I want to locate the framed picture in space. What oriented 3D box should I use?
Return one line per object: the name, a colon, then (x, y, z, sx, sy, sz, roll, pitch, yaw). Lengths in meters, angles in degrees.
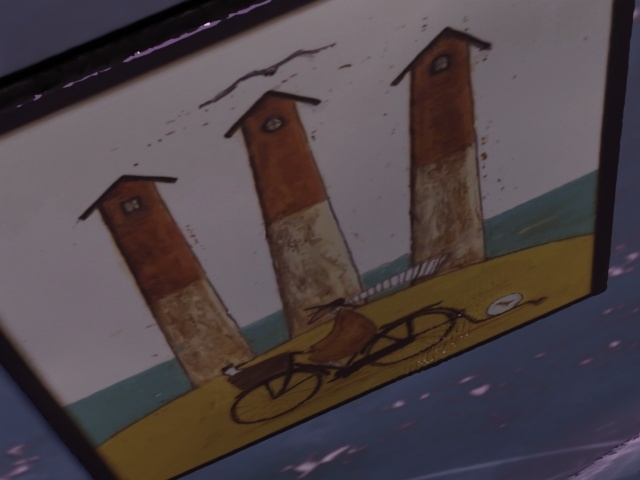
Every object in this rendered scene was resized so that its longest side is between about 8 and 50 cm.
framed picture: (0.000, 0.000, 0.587, 0.244, 0.013, 0.324, -24, 155, -4)
